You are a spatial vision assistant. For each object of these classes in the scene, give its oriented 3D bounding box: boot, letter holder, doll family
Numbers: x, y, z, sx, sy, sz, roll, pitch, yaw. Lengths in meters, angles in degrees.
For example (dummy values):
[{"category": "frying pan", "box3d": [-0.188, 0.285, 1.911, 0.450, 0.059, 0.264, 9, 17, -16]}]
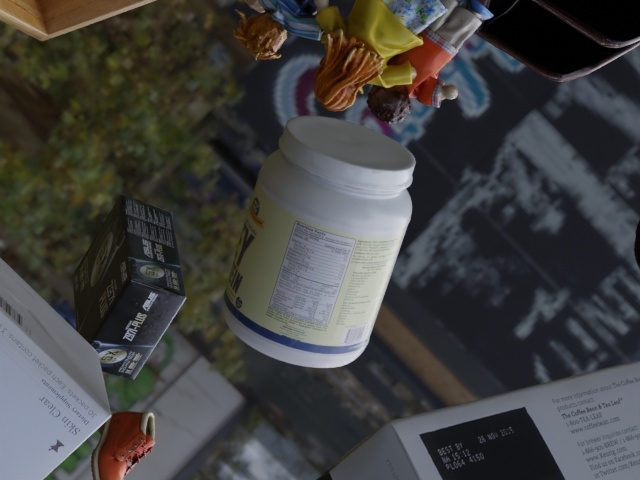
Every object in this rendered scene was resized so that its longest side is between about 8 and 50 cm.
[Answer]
[{"category": "boot", "box3d": [-0.288, 0.315, 2.023, 0.085, 0.059, 0.158, -6, -133, 12]}, {"category": "letter holder", "box3d": [0.330, -0.271, 1.358, 0.302, 0.214, 0.152, -35, 152, -36]}, {"category": "doll family", "box3d": [0.011, -0.210, 1.216, 0.163, 0.263, 0.118, -50, 161, 10]}]

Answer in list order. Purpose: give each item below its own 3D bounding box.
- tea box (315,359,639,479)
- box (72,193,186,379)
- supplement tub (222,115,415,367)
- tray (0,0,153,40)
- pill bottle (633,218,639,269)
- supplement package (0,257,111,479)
[{"category": "tea box", "box3d": [0.129, 0.281, 1.122, 0.329, 0.220, 0.323, -7, 153, -39]}, {"category": "box", "box3d": [-0.243, 0.057, 1.726, 0.147, 0.078, 0.180, -55, -150, 27]}, {"category": "supplement tub", "box3d": [0.000, 0.000, 2.058, 0.235, 0.235, 0.324, -54, 163, -67]}, {"category": "tray", "box3d": [-0.252, -0.288, 1.240, 0.203, 0.076, 0.411, -18, 173, 10]}, {"category": "pill bottle", "box3d": [0.476, 0.020, 1.598, 0.123, 0.219, 0.122, -23, -121, 45]}, {"category": "supplement package", "box3d": [-0.341, 0.094, 1.275, 0.145, 0.262, 0.204, -44, -163, 0]}]
